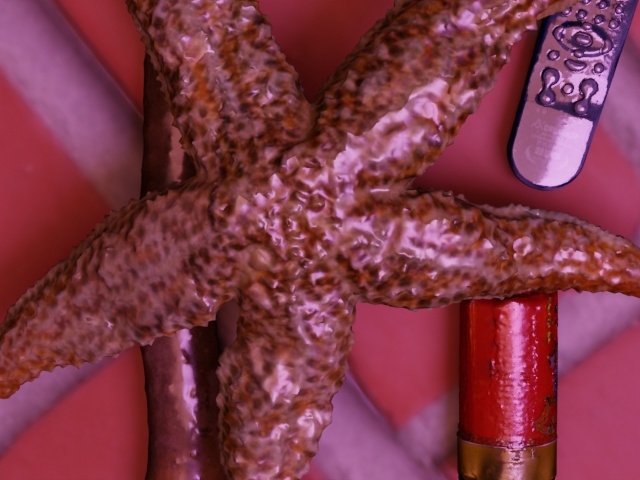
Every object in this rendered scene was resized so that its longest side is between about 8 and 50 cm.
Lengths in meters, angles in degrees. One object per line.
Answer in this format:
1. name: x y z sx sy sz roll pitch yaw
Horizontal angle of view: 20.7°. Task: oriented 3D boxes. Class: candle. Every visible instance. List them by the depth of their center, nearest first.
1. candle: 0.091 0.060 0.854 0.052 0.052 0.131 0 98 2

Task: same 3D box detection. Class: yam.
1. yam: -0.066 0.027 0.859 0.045 0.045 0.327 -4 101 -27

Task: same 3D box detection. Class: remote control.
1. remote control: 0.124 -0.098 0.839 0.043 0.027 0.153 18 98 5

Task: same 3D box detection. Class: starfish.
1. starfish: 0.000 0.002 0.796 0.347 0.078 0.358 2 98 2
